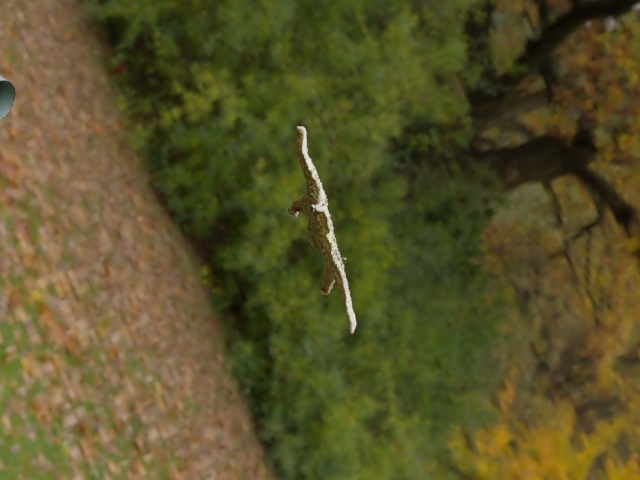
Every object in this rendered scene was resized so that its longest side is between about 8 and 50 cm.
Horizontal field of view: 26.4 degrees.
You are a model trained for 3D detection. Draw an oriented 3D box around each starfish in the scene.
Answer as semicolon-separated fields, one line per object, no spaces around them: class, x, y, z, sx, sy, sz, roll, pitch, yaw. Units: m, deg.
starfish;0.005;-0.001;1.908;0.231;0.048;0.295;103;-31;-73

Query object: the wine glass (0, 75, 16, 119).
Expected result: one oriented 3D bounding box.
wine glass;-0.553;-0.253;2.053;0.202;0.093;0.093;33;-13;24
